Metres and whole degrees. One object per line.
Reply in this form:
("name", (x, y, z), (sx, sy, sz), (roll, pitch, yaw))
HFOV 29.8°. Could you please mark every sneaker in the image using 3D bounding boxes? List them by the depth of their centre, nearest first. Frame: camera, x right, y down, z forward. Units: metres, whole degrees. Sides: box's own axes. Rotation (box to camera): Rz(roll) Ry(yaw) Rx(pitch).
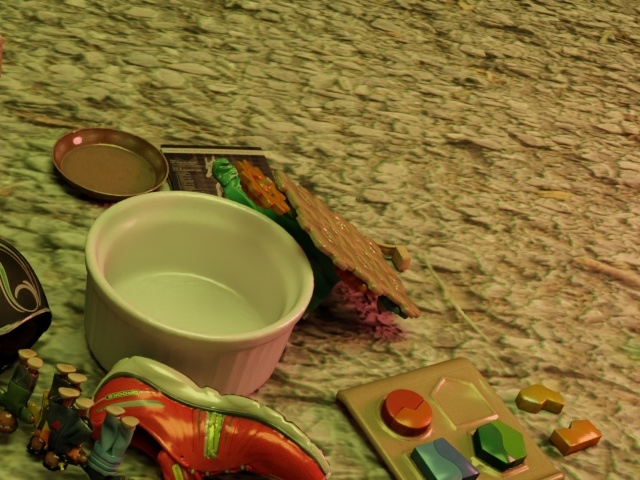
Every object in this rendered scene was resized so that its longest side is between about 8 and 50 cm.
("sneaker", (-0.128, 0.233, 1.327), (0.278, 0.107, 0.118), (20, 54, 8))

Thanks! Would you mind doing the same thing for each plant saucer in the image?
("plant saucer", (-0.305, -0.106, 1.737), (0.168, 0.029, 0.168), (11, 36, -8))

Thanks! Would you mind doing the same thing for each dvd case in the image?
("dvd case", (-0.138, -0.071, 1.772), (0.164, 0.018, 0.221), (0, 40, -22))

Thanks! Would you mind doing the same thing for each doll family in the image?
("doll family", (-0.271, 0.203, 1.273), (0.193, 0.111, 0.076), (33, 15, 36))

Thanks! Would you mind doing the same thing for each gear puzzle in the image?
("gear puzzle", (0.000, 0.000, 1.544), (0.339, 0.044, 0.175), (36, 17, -45))

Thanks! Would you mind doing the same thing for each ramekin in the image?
("ramekin", (-0.158, 0.073, 1.470), (0.277, 0.135, 0.277), (12, 35, -9))

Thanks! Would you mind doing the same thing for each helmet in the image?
("helmet", (-0.402, 0.067, 1.350), (0.161, 0.169, 0.169), (45, 41, 9))

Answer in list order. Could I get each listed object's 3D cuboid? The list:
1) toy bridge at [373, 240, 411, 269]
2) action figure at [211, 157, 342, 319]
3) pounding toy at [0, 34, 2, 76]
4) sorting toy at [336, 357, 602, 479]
("toy bridge", (0.039, 0.018, 1.723), (0.188, 0.026, 0.063), (-2, 39, -24))
("action figure", (-0.067, -0.016, 1.605), (0.232, 0.063, 0.137), (53, 37, -7))
("pounding toy", (-0.567, -0.241, 1.758), (0.181, 0.094, 0.206), (36, 48, 15))
("sorting toy", (0.200, 0.226, 1.501), (0.307, 0.041, 0.229), (-11, 45, -34))
